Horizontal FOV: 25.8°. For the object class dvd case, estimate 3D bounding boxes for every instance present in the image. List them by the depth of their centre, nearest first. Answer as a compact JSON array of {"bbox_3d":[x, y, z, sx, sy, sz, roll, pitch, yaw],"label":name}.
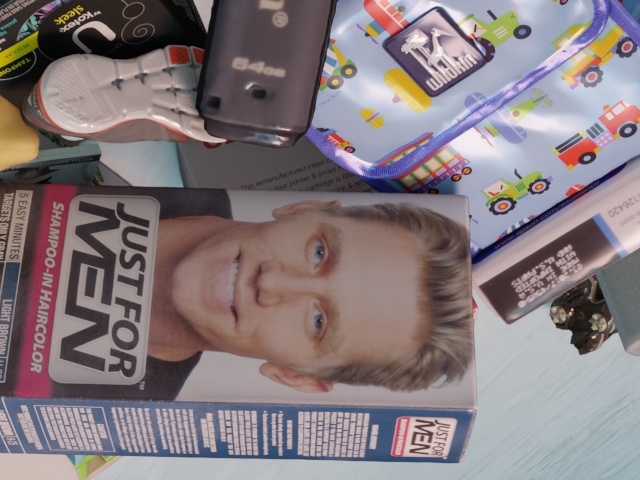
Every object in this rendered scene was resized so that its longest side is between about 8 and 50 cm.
[{"bbox_3d":[-0.218,-0.027,1.049,0.087,0.013,0.119,-9,147,-30],"label":"dvd case"}]

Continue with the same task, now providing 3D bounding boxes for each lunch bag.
[{"bbox_3d":[0.098,-0.138,0.974,0.221,0.138,0.293,-33,142,25],"label":"lunch bag"}]

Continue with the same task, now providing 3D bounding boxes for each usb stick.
[{"bbox_3d":[-0.017,-0.193,0.831,0.077,0.045,0.278,7,107,-16],"label":"usb stick"}]

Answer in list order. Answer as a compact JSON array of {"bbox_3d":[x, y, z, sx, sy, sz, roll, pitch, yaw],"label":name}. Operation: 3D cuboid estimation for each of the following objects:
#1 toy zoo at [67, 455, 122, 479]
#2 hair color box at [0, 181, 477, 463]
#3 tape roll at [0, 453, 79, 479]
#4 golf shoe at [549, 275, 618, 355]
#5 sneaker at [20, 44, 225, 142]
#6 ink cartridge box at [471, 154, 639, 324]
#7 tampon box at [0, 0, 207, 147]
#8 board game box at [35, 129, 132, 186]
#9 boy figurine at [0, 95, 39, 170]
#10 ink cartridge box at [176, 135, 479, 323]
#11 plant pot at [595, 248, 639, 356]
[{"bbox_3d":[-0.177,0.131,1.401,0.192,0.030,0.293,-34,159,-26],"label":"toy zoo"},{"bbox_3d":[-0.069,0.058,0.989,0.347,0.174,0.105,1,149,-1],"label":"hair color box"},{"bbox_3d":[-0.361,0.222,1.249,0.246,0.169,0.246,-28,140,-26],"label":"tape roll"},{"bbox_3d":[0.385,0.031,1.689,0.120,0.105,0.273,-24,164,-37],"label":"golf shoe"},{"bbox_3d":[-0.117,-0.088,0.881,0.158,0.061,0.065,2,169,-40],"label":"sneaker"},{"bbox_3d":[0.262,-0.088,1.166,0.304,0.072,0.307,-35,-167,20],"label":"ink cartridge box"},{"bbox_3d":[-0.162,-0.153,0.882,0.120,0.101,0.161,-29,153,11],"label":"tampon box"},{"bbox_3d":[-0.253,0.000,1.141,0.193,0.053,0.305,-30,152,9],"label":"board game box"},{"bbox_3d":[-0.313,-0.087,0.877,0.285,0.092,0.177,-3,114,-37],"label":"boy figurine"},{"bbox_3d":[0.000,0.000,1.145,0.172,0.237,0.100,-18,156,-11],"label":"ink cartridge box"},{"bbox_3d":[0.387,-0.052,1.340,0.247,0.252,0.248,-39,150,29],"label":"plant pot"}]
